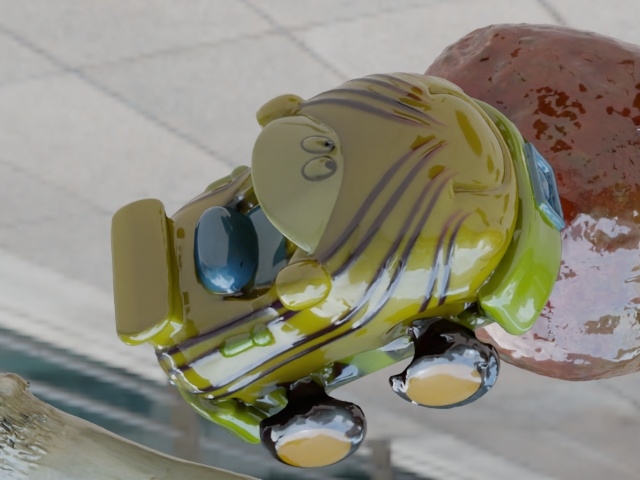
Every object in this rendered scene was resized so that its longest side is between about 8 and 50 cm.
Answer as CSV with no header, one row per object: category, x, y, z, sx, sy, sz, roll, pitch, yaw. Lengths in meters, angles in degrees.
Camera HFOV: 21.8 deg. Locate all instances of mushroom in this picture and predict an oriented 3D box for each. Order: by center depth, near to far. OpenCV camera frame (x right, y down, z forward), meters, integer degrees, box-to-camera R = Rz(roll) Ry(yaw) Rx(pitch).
mushroom,-0.111,0.137,0.921,0.209,0.071,0.084,21,134,-15

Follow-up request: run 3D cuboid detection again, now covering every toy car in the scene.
toy car,0.000,0.000,0.913,0.248,0.200,0.142,-29,137,20

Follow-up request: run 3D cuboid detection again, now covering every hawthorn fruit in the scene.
hawthorn fruit,0.169,-0.032,1.165,0.262,0.258,0.258,45,162,5
